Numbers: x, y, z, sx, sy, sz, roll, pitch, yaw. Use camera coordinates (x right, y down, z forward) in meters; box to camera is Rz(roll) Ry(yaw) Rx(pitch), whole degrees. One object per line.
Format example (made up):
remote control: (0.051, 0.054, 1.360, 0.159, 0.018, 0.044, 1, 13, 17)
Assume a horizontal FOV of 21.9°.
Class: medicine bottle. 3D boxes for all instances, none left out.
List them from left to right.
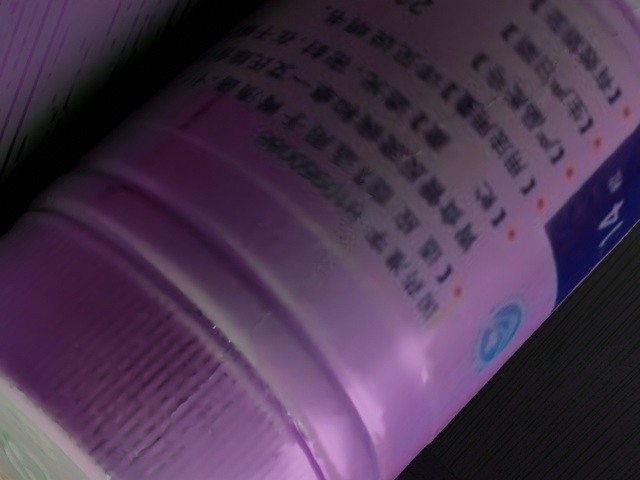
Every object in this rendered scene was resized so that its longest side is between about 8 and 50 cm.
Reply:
medicine bottle: (0.000, 0.000, 0.569, 0.254, 0.152, 0.152, -44, 170, -21)
